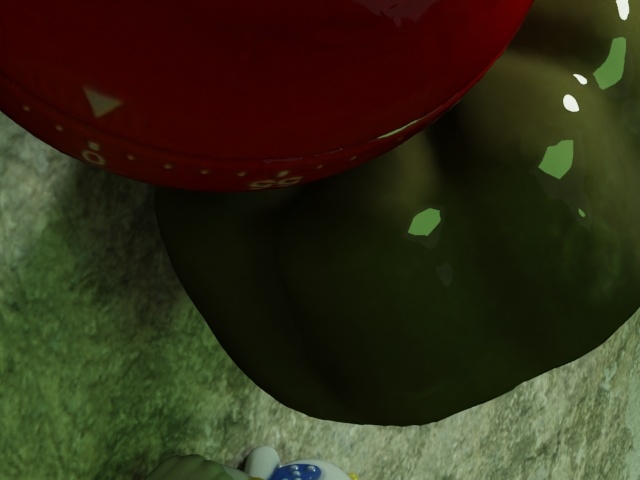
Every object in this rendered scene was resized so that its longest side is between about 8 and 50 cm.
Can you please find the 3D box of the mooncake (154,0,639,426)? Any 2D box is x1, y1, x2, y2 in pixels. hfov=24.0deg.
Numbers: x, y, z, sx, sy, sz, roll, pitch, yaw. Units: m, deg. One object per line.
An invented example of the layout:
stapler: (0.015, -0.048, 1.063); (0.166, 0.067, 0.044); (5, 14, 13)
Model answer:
mooncake: (0.060, -0.074, 1.026); (0.378, 0.378, 0.201); (-60, 137, -23)

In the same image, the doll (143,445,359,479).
doll: (-0.046, 0.222, 1.174); (0.293, 0.119, 0.138); (9, 50, -54)

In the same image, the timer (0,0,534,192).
timer: (-0.051, -0.216, 0.812); (0.378, 0.378, 0.279); (-61, -177, -22)
